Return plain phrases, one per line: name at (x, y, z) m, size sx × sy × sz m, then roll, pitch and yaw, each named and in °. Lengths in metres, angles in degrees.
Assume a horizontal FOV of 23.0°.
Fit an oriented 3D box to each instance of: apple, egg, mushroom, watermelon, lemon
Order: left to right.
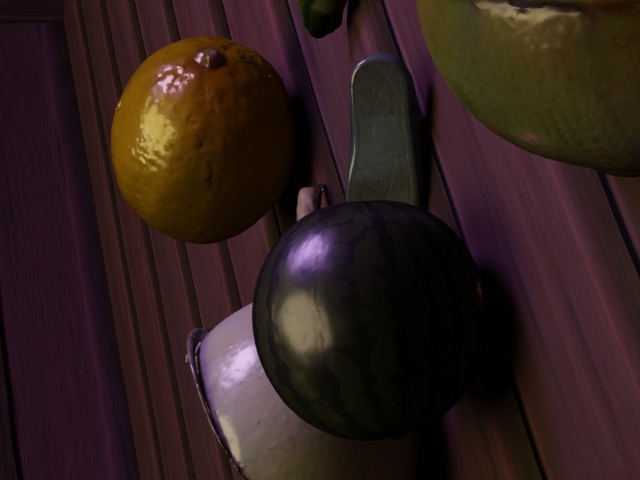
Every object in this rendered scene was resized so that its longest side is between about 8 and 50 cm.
lemon at (-0.142, -0.122, 1.934) m, size 0.263 × 0.236 × 0.236 m, roll 115°, pitch 149°, yaw -70°
mushroom at (0.000, 0.000, 1.775) m, size 0.061 × 0.060 × 0.187 m, roll 120°, pitch 149°, yaw -45°
egg at (0.014, 0.166, 1.529) m, size 0.264 × 0.174 × 0.286 m, roll 28°, pitch -149°, yaw -58°
watermelon at (0.044, 0.070, 1.365) m, size 0.212 × 0.212 × 0.212 m, roll 177°, pitch 90°, yaw -74°
apple at (0.151, -0.120, 1.062) m, size 0.265 × 0.120 × 0.193 m, roll 38°, pitch 151°, yaw 51°

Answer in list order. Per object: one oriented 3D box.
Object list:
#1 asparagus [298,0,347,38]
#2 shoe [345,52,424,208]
asparagus at (0.018, -0.331, 1.623) m, size 0.287 × 0.080 × 0.080 m, roll 111°, pitch 152°, yaw -52°
shoe at (0.067, -0.092, 1.532) m, size 0.078 × 0.079 × 0.195 m, roll -50°, pitch -40°, yaw -59°
